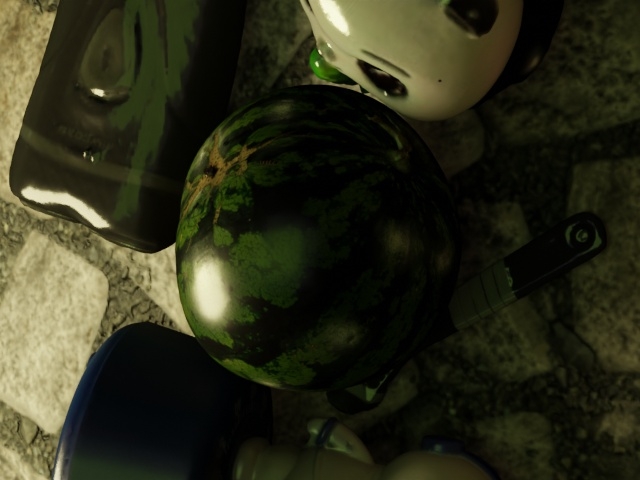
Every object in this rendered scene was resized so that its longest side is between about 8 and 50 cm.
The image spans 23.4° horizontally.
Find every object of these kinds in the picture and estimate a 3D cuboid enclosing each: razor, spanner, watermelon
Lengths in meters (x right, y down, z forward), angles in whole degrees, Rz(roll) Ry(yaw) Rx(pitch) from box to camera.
[{"bbox_3d":[-0.177,-0.167,1.488,0.204,0.113,0.349,24,103,24],"label":"razor"},{"bbox_3d":[0.120,0.058,1.393,0.316,0.024,0.087,-34,72,27],"label":"spanner"},{"bbox_3d":[-0.003,0.003,1.320,0.269,0.269,0.269,2,95,29],"label":"watermelon"}]

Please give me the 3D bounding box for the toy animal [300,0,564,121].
[{"bbox_3d":[0.081,-0.201,1.260,0.212,0.266,0.213,6,102,29],"label":"toy animal"}]

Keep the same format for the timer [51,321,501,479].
[{"bbox_3d":[-0.021,0.233,1.383,0.383,0.270,0.270,9,98,13],"label":"timer"}]
